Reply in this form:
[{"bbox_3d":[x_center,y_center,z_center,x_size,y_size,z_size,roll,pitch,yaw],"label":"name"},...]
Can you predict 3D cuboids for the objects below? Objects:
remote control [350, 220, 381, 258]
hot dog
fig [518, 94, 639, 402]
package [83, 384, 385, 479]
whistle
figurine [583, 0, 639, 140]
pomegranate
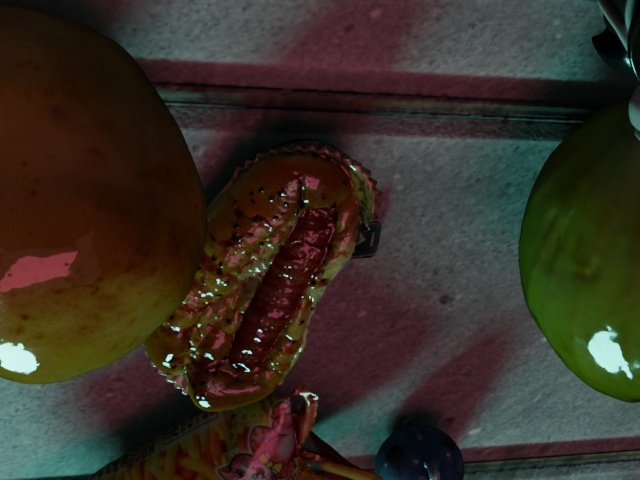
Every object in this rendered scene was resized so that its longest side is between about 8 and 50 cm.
[{"bbox_3d":[0.000,0.000,1.120,0.096,0.014,0.039,-7,134,-17],"label":"remote control"},{"bbox_3d":[-0.047,0.025,1.070,0.131,0.069,0.253,23,120,-17],"label":"hot dog"},{"bbox_3d":[0.270,-0.005,1.072,0.239,0.239,0.271,-17,141,-7],"label":"fig"},{"bbox_3d":[-0.092,0.222,1.243,0.288,0.108,0.223,-25,144,13],"label":"package"},{"bbox_3d":[0.089,0.214,1.344,0.090,0.090,0.158,-14,176,-11],"label":"whistle"},{"bbox_3d":[0.252,-0.151,0.912,0.133,0.236,0.176,18,125,-36],"label":"figurine"},{"bbox_3d":[-0.181,-0.022,0.871,0.233,0.233,0.233,-13,137,-12],"label":"pomegranate"}]
